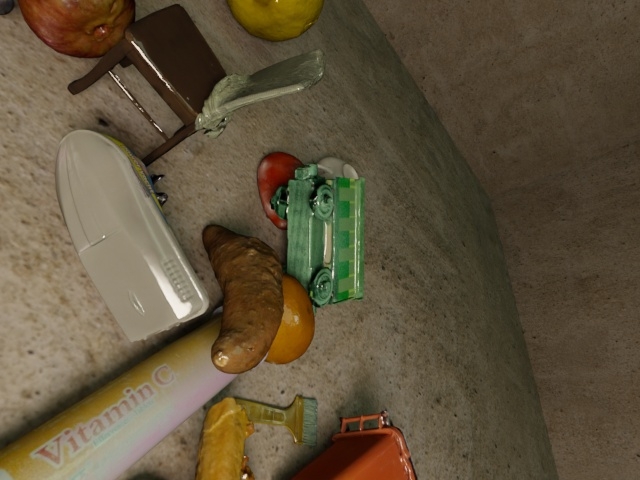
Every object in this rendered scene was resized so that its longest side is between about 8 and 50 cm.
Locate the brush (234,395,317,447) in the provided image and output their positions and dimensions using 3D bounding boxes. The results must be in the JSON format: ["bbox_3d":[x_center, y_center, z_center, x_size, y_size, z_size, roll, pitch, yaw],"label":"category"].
[{"bbox_3d":[-0.073,0.297,0.726,0.218,0.010,0.082,34,44,-42],"label":"brush"}]

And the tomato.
[{"bbox_3d":[-0.066,-0.120,0.946,0.166,0.082,0.174,-31,99,-58],"label":"tomato"}]

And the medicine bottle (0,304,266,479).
[{"bbox_3d":[-0.222,0.199,0.479,0.426,0.108,0.108,-29,94,-57],"label":"medicine bottle"}]

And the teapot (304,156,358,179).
[{"bbox_3d":[0.039,-0.158,1.130,0.226,0.092,0.145,23,51,-45],"label":"teapot"}]

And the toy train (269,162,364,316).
[{"bbox_3d":[0.000,0.000,0.865,0.202,0.120,0.301,-7,99,-55],"label":"toy train"}]

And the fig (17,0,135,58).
[{"bbox_3d":[-0.347,-0.350,0.613,0.149,0.148,0.202,73,-9,-49],"label":"fig"}]

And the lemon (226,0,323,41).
[{"bbox_3d":[-0.109,-0.627,1.057,0.260,0.260,0.284,34,32,-42],"label":"lemon"}]

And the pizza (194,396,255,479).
[{"bbox_3d":[-0.106,0.382,0.505,0.182,0.074,0.365,66,19,-62],"label":"pizza"}]

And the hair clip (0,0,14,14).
[{"bbox_3d":[-0.466,-0.288,0.463,0.146,0.075,0.257,55,37,-26],"label":"hair clip"}]

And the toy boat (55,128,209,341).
[{"bbox_3d":[-0.241,-0.010,0.559,0.141,0.141,0.269,-11,77,-58],"label":"toy boat"}]

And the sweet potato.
[{"bbox_3d":[-0.109,0.051,0.619,0.341,0.114,0.092,-119,-157,-56],"label":"sweet potato"}]

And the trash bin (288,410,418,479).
[{"bbox_3d":[0.043,0.402,0.698,0.238,0.161,0.184,5,66,-52],"label":"trash bin"}]

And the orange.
[{"bbox_3d":[-0.078,0.130,0.721,0.156,0.124,0.156,-14,90,-77],"label":"orange"}]

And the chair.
[{"bbox_3d":[-0.175,-0.245,0.621,0.186,0.319,0.160,55,32,-26],"label":"chair"}]
